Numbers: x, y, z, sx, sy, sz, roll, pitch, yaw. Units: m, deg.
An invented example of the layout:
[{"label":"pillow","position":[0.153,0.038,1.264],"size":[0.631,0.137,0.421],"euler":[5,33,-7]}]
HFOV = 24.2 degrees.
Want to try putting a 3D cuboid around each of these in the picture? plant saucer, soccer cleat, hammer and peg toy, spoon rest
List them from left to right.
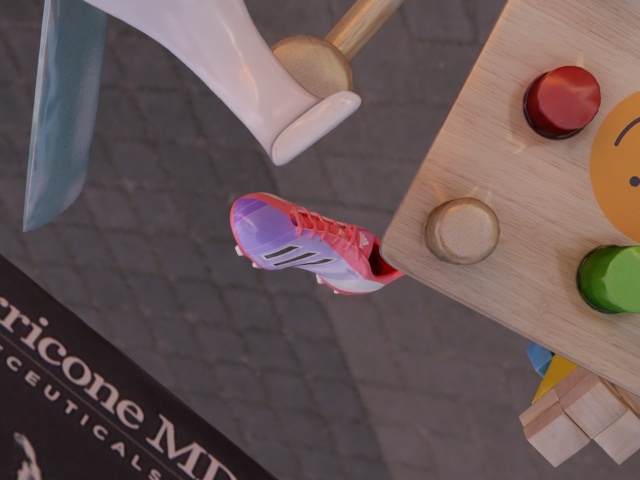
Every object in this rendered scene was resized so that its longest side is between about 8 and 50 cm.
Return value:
[{"label":"plant saucer","position":[-0.183,-0.162,1.099],"size":[0.043,0.318,0.318],"euler":[6,145,-13]},{"label":"spoon rest","position":[-0.088,-0.156,0.793],"size":[0.276,0.137,0.084],"euler":[53,172,4]},{"label":"soccer cleat","position":[0.000,0.000,1.561],"size":[0.095,0.083,0.248],"euler":[-15,155,30]},{"label":"hammer and peg toy","position":[0.154,-0.075,0.855],"size":[0.361,0.266,0.127],"euler":[29,178,-1]}]

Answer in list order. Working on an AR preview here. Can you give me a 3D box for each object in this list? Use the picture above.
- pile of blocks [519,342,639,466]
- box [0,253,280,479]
[{"label":"pile of blocks","position":[0.296,0.074,1.416],"size":[0.112,0.362,0.149],"euler":[45,154,-23]},{"label":"box","position":[-0.124,0.315,0.498],"size":[0.480,0.472,0.297],"euler":[40,118,-8]}]
